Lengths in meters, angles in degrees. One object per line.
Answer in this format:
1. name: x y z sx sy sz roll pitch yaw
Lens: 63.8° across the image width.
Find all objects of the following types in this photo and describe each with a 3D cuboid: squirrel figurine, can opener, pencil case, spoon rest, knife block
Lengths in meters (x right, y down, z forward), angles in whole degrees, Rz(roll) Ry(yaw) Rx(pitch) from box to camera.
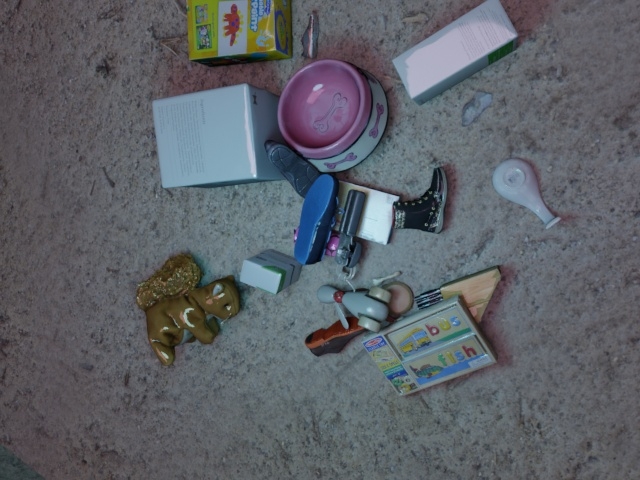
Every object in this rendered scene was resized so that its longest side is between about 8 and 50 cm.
1. squirrel figurine: -0.532 0.238 2.101 0.370 0.281 0.397 -34 87 13
2. can opener: 0.119 -0.040 1.883 0.076 0.095 0.284 23 100 54
3. pencil case: 0.000 0.000 1.978 0.209 0.095 0.098 15 86 15
4. spoon rest: 0.694 -0.156 1.731 0.137 0.084 0.277 -40 70 18
5. knife block: 0.479 0.177 1.830 0.241 0.088 0.276 24 105 14

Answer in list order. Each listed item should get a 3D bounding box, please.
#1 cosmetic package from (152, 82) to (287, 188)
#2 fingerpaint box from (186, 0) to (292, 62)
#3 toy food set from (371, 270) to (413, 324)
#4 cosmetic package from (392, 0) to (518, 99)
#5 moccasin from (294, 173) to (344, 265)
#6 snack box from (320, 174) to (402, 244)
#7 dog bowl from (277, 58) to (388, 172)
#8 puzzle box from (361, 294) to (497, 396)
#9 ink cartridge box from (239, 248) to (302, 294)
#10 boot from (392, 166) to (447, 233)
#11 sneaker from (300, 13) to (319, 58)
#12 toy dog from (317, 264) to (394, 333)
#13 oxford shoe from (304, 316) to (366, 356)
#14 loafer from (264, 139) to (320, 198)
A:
1. cosmetic package: -0.357 -0.373 1.926 0.393 0.329 0.328 -4 94 20
2. fingerpaint box: -0.306 -0.907 1.932 0.370 0.163 0.446 1 97 20
3. toy food set: 0.282 0.218 1.936 0.132 0.038 0.192 -22 84 13
4. cosmetic package: 0.440 -0.611 1.692 0.365 0.197 0.155 -29 88 22
5. moccasin: -0.003 -0.077 1.870 0.137 0.116 0.342 39 115 42
6. snack box: 0.125 -0.118 1.932 0.321 0.060 0.187 18 102 16
7. dog bowl: 0.026 -0.454 1.825 0.407 0.150 0.409 -4 80 26
8. puzzle box: 0.384 0.387 1.847 0.408 0.052 0.272 -31 99 28
9. ink cartridge box: -0.185 0.117 1.986 0.160 0.219 0.093 20 106 17
10. boot: 0.348 -0.142 1.811 0.178 0.085 0.237 2 102 -3
11. sneaker: -0.048 -0.762 1.916 0.064 0.061 0.158 10 99 24
12. toy dog: 0.150 0.239 1.911 0.220 0.161 0.333 -51 40 3
13. oxford shoe: 0.077 0.377 2.008 0.271 0.097 0.098 -23 115 19
14. loafer: -0.093 -0.258 1.844 0.109 0.302 0.095 -43 44 4
